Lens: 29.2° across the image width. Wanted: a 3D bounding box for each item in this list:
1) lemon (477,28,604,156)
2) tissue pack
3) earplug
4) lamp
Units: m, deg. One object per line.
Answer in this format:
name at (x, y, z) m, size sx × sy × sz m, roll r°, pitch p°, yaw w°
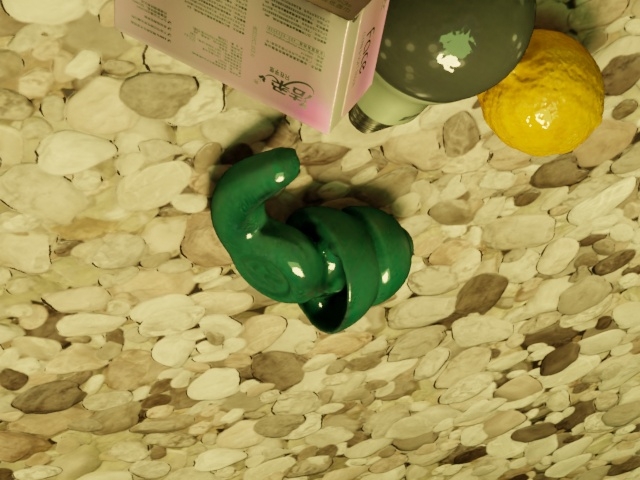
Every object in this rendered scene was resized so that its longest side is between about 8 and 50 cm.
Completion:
lemon at (0.256, -0.165, 1.412) m, size 0.142 × 0.142 × 0.187 m, roll -32°, pitch 150°, yaw 18°
tissue pack at (-0.067, -0.220, 1.130) m, size 0.246 × 0.092 × 0.148 m, roll 28°, pitch 141°, yaw 13°
earplug at (-0.003, -0.007, 1.532) m, size 0.280 × 0.164 × 0.257 m, roll -8°, pitch 108°, yaw -32°
lamp at (0.123, -0.211, 1.303) m, size 0.182 × 0.182 × 0.314 m, roll -13°, pitch 164°, yaw -6°
